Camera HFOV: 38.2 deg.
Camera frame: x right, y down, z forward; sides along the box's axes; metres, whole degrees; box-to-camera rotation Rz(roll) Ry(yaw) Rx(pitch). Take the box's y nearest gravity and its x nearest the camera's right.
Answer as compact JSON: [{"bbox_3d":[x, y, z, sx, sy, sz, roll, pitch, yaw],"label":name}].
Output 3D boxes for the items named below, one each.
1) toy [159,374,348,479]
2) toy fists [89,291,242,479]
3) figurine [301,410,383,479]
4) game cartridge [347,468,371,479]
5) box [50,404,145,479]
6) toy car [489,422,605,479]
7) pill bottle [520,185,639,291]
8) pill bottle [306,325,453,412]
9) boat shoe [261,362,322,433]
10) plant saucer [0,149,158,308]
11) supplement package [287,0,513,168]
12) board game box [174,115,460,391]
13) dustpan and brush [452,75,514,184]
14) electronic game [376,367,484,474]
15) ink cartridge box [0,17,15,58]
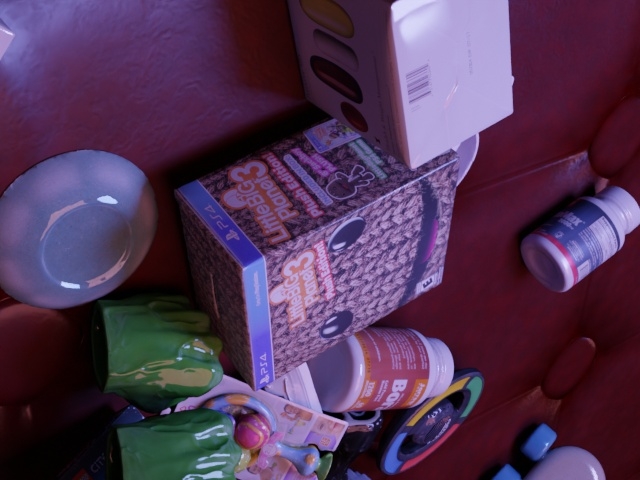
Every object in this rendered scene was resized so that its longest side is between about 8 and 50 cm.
[{"bbox_3d":[-0.093,0.264,1.210,0.237,0.056,0.136,23,105,-17],"label":"toy"},{"bbox_3d":[-0.173,0.188,1.038,0.142,0.279,0.096,1,149,-27],"label":"toy fists"},{"bbox_3d":[-0.026,0.339,1.376,0.215,0.092,0.209,-9,127,-34],"label":"figurine"},{"bbox_3d":[0.127,0.523,1.540,0.062,0.198,0.297,-33,134,-17],"label":"game cartridge"},{"bbox_3d":[-0.247,0.326,1.075,0.159,0.044,0.233,50,43,-8],"label":"box"},{"bbox_3d":[0.460,0.503,1.838,0.210,0.219,0.238,-48,166,-4],"label":"toy car"},{"bbox_3d":[0.421,-0.008,1.484,0.180,0.108,0.108,-35,134,-17],"label":"pill bottle"},{"bbox_3d":[0.088,0.184,1.332,0.216,0.121,0.121,6,114,-41],"label":"pill bottle"},{"bbox_3d":[-0.054,0.188,1.241,0.063,0.066,0.184,-32,123,-25],"label":"boat shoe"},{"bbox_3d":[-0.255,-0.001,0.989,0.195,0.037,0.194,-20,129,-27],"label":"plant saucer"},{"bbox_3d":[0.081,-0.223,0.991,0.149,0.203,0.194,-29,132,-20],"label":"supplement package"},{"bbox_3d":[0.000,0.000,1.092,0.291,0.141,0.232,-28,144,-22],"label":"board game box"},{"bbox_3d":[0.176,-0.139,1.228,0.147,0.060,0.211,29,98,-46],"label":"dustpan and brush"},{"bbox_3d":[0.180,0.295,1.506,0.229,0.048,0.229,-32,148,-23],"label":"electronic game"},{"bbox_3d":[-0.382,-0.130,0.756,0.160,0.092,0.219,26,100,-46],"label":"ink cartridge box"}]
